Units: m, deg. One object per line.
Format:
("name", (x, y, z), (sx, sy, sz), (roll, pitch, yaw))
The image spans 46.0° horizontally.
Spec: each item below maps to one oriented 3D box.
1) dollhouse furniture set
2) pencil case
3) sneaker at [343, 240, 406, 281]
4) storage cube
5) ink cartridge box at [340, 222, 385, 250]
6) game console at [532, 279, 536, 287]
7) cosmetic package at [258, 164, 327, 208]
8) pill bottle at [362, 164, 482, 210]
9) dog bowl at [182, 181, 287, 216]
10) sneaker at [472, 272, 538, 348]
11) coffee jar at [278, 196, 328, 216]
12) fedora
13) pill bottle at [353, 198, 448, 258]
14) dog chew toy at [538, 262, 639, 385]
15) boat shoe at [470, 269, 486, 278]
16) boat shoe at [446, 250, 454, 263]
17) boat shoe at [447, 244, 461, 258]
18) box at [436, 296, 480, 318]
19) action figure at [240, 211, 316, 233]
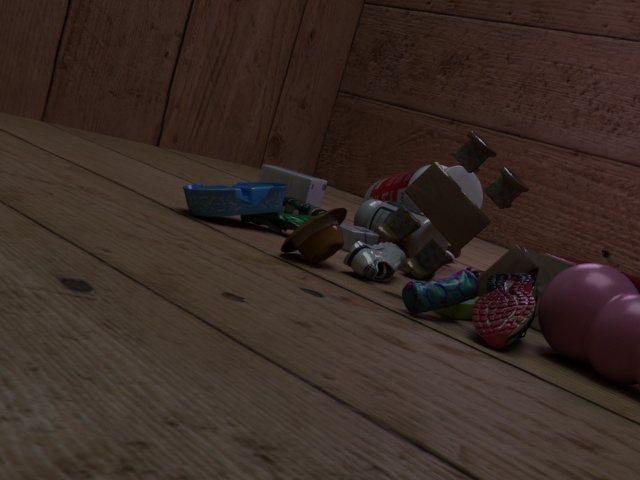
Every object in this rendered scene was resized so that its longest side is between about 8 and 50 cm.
("dollhouse furniture set", (0.371, -0.027, 1.929), (0.394, 0.362, 0.256), (51, 18, 17))
("pencil case", (0.247, 0.103, 1.543), (0.152, 0.070, 0.064), (-11, 5, -23))
("sneaker", (0.151, 0.061, 1.831), (0.095, 0.090, 0.235), (36, 20, 29))
("storage cube", (0.625, 0.149, 1.765), (0.193, 0.183, 0.215), (10, 10, -36))
("ink cartridge box", (0.099, -0.006, 2.200), (0.151, 0.063, 0.109), (10, 11, -43))
("game console", (0.660, 0.113, 2.515), (0.071, 0.107, 0.122), (44, -6, -28))
("cosmetic package", (-0.101, -0.155, 2.502), (0.184, 0.151, 0.151), (19, 9, 19))
("pill bottle", (0.331, -0.121, 2.459), (0.229, 0.229, 0.408), (13, -12, -27))
("dog bowl", (-0.226, -0.112, 2.020), (0.297, 0.074, 0.166), (-6, 12, -39))
("sneaker", (0.389, 0.155, 1.542), (0.121, 0.112, 0.299), (-3, 13, 24))
("coffee jar", (-0.048, -0.076, 2.325), (0.184, 0.079, 0.096), (23, 10, 36))
("fedora", (0.000, 0.000, 1.771), (0.079, 0.194, 0.194), (57, 20, 12))
("pill bottle", (0.240, -0.029, 2.281), (0.162, 0.162, 0.278), (9, 11, -42))
("dog chew toy", (0.582, 0.180, 1.450), (0.207, 0.206, 0.332), (11, 17, -35))
("boat shoe", (0.464, 0.119, 2.112), (0.066, 0.066, 0.183), (10, -1, -14))
("boat shoe", (0.371, 0.048, 2.480), (0.142, 0.049, 0.040), (22, 42, 23))
("boat shoe", (0.397, 0.031, 2.603), (0.170, 0.063, 0.059), (15, -6, 1))
("box", (0.300, 0.139, 1.672), (0.178, 0.042, 0.109), (8, 11, -43))
("action figure", (-0.109, -0.051, 2.091), (0.232, 0.063, 0.137), (10, 9, 7))
